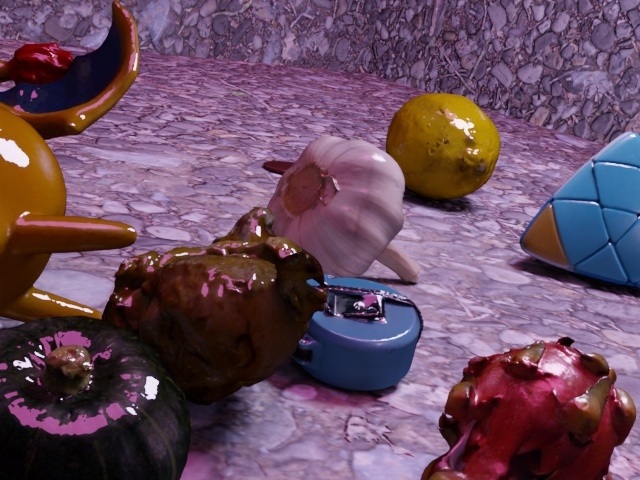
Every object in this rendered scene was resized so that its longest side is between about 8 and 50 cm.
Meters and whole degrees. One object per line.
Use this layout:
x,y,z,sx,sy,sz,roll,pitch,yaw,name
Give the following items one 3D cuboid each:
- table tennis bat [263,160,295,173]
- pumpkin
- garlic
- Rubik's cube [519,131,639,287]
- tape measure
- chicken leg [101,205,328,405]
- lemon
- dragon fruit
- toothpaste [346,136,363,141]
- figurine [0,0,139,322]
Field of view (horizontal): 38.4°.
-0.035,-0.131,1.725,0.154,0.019,0.098,16,16,26,table tennis bat
-0.167,0.121,0.607,0.167,0.125,0.167,20,11,-4,pumpkin
0.057,-0.018,1.178,0.226,0.199,0.199,32,3,-32,garlic
0.414,-0.048,1.387,0.254,0.255,0.254,10,16,-3,Rubik's cube
0.031,0.092,0.910,0.146,0.081,0.125,7,27,-3,tape measure
-0.104,0.061,0.851,0.211,0.140,0.361,-16,7,-7,chicken leg
0.227,-0.175,1.718,0.204,0.204,0.260,2,21,-28,lemon
0.154,0.154,0.715,0.207,0.133,0.150,-23,7,-35,dragon fruit
0.096,-0.169,1.899,0.062,0.039,0.239,2,20,-14,toothpaste
-0.348,-0.101,0.874,0.400,0.268,0.387,-24,60,-5,figurine
